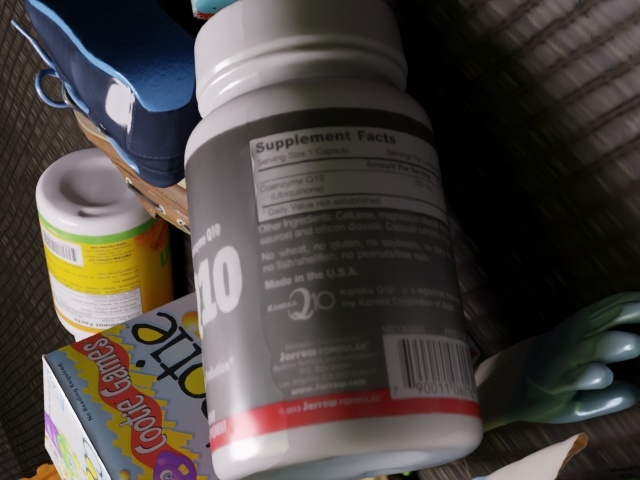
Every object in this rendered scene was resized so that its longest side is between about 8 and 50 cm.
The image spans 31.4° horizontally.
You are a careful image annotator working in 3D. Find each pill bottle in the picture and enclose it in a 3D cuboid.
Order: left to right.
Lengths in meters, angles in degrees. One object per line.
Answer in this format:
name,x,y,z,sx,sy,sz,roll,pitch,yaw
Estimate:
pill bottle,-0.235,0.029,1.277,0.136,0.136,0.246,45,147,37
pill bottle,0.000,0.000,0.707,0.161,0.161,0.283,134,131,-62

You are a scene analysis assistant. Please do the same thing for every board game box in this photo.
board game box,-0.047,0.117,0.836,0.142,0.275,0.144,54,151,24

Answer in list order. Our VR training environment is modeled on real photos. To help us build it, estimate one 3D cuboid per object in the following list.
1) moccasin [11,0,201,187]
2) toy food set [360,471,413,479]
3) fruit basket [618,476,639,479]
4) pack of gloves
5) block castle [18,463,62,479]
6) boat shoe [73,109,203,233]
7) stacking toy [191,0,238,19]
moccasin,-0.186,-0.150,0.967,0.342,0.137,0.117,-119,25,-56
toy food set,0.025,0.213,1.010,0.132,0.038,0.192,36,122,34
fruit basket,0.118,0.319,0.696,0.283,0.392,0.392,-15,98,63
pack of gloves,0.117,0.133,0.676,0.046,0.195,0.232,36,153,-4
block castle,-0.229,0.382,1.198,0.212,0.453,0.303,34,140,36
boat shoe,-0.139,-0.067,1.047,0.307,0.110,0.105,37,140,46
stacking toy,-0.064,-0.195,0.817,0.221,0.052,0.167,131,132,-62
